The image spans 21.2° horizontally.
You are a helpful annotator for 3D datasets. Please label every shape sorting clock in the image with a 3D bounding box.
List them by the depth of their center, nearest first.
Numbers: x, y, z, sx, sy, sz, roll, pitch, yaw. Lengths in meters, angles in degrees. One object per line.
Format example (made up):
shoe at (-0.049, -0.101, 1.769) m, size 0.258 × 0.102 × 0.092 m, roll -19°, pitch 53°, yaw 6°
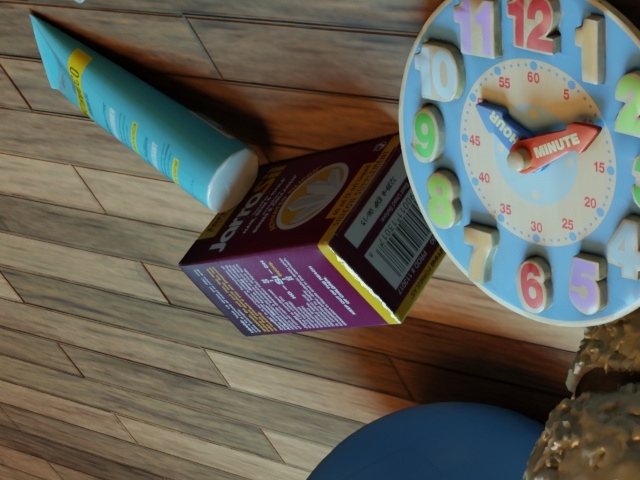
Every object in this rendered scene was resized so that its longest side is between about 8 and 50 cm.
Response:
shape sorting clock at (0.121, -0.048, 0.960) m, size 0.206 × 0.040 × 0.206 m, roll 18°, pitch 116°, yaw 42°

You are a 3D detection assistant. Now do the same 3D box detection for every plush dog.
plush dog at (0.202, 0.105, 0.996) m, size 0.210 × 0.225 × 0.262 m, roll 39°, pitch 153°, yaw -10°

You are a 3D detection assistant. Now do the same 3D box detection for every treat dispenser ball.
treat dispenser ball at (0.105, 0.268, 1.306) m, size 0.288 × 0.288 × 0.288 m, roll 26°, pitch 152°, yaw 15°

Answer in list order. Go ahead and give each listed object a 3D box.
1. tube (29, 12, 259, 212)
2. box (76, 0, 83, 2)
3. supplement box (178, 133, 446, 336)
tube at (-0.135, -0.093, 1.245) m, size 0.207 × 0.052 × 0.080 m, roll 34°, pitch 148°, yaw 28°
box at (-0.229, -0.247, 1.112) m, size 0.207 × 0.036 × 0.114 m, roll 32°, pitch 153°, yaw 4°
supplement box at (0.000, 0.000, 1.186) m, size 0.081 × 0.104 × 0.188 m, roll 47°, pitch 151°, yaw -22°
